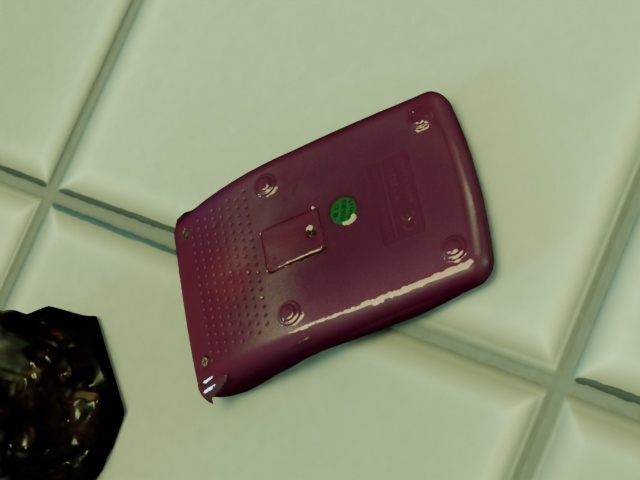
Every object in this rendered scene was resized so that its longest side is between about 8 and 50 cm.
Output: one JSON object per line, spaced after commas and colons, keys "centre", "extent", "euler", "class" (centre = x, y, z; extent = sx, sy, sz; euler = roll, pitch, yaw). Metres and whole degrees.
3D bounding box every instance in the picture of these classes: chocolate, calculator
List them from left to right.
{"centre": [-0.216, 0.101, 0.826], "extent": [0.156, 0.133, 0.156], "euler": [-12, 67, 30], "class": "chocolate"}
{"centre": [0.000, 0.000, 0.781], "extent": [0.190, 0.034, 0.127], "euler": [-26, 57, 23], "class": "calculator"}
